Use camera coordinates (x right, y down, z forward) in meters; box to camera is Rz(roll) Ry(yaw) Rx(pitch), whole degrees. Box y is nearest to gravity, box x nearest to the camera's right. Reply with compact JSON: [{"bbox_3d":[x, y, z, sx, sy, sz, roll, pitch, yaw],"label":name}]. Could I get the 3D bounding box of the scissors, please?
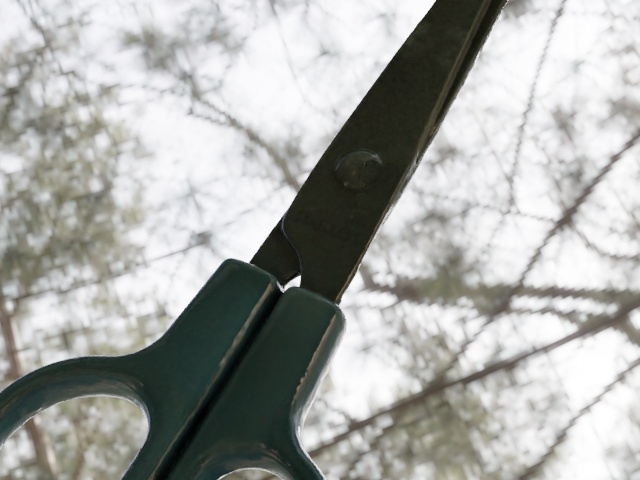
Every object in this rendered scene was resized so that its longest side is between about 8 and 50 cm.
[{"bbox_3d":[0.000,0.000,0.796,0.447,0.192,0.029,-57,-23,-22],"label":"scissors"}]
